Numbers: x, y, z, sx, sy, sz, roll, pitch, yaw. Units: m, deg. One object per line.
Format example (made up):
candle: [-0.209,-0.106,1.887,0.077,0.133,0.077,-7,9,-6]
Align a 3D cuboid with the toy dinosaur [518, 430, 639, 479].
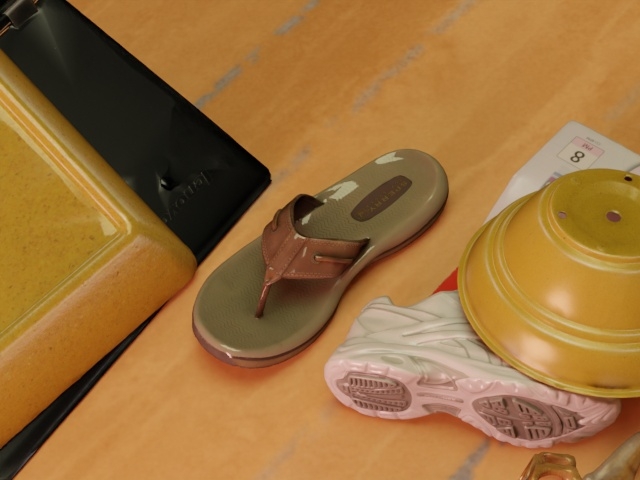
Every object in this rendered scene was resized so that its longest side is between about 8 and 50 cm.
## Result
toy dinosaur: [0.210,0.191,1.193,0.112,0.064,0.211,29,67,4]

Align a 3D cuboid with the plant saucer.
plant saucer: [-0.308,-0.010,1.266,0.333,0.081,0.333,47,62,1]

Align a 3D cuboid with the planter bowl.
planter bowl: [0.217,0.009,1.216,0.217,0.090,0.217,2,44,-2]

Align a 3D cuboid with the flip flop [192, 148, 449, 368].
flip flop: [0.000,0.000,1.338,0.277,0.080,0.112,-38,58,-22]

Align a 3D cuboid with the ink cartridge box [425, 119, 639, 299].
ink cartridge box: [0.216,0.022,1.319,0.189,0.066,0.232,33,58,27]

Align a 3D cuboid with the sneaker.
sneaker: [0.126,0.087,1.253,0.232,0.090,0.115,12,53,13]

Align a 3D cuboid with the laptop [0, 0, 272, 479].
laptop: [-0.338,-0.028,1.433,0.408,0.236,0.382,5,46,46]
